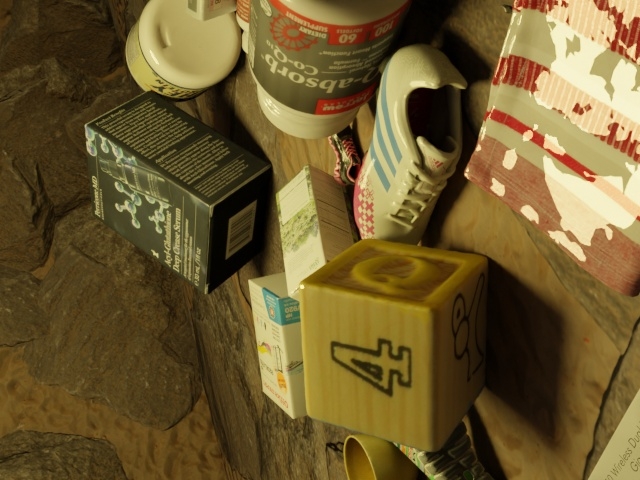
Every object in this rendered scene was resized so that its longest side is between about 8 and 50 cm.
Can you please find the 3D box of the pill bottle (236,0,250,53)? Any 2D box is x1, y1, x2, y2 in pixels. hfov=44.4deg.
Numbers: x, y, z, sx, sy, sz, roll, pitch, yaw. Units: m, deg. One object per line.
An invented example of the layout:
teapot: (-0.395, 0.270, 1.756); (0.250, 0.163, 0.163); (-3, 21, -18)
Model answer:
pill bottle: (-0.091, -0.446, 1.421); (0.216, 0.121, 0.121); (100, 151, -42)

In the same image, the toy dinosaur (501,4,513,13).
toy dinosaur: (0.214, -0.295, 0.803); (0.118, 0.064, 0.268); (-41, 65, 58)

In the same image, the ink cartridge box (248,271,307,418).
ink cartridge box: (-0.020, 0.184, 1.474); (0.171, 0.168, 0.232); (-159, 60, -65)

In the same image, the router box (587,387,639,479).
router box: (0.357, 0.332, 0.700); (0.301, 0.082, 0.335); (-122, 30, -44)

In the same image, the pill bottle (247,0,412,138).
pill bottle: (0.005, -0.298, 1.097); (0.363, 0.210, 0.210); (108, 146, -70)

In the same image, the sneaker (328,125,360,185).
sneaker: (0.048, -0.147, 1.325); (0.057, 0.047, 0.119); (27, 132, 56)

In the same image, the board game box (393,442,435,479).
board game box: (0.140, 0.191, 1.240); (0.213, 0.046, 0.317); (-149, 52, -62)

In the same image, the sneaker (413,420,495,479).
sneaker: (0.181, 0.336, 1.126); (0.228, 0.086, 0.132); (58, 157, 22)

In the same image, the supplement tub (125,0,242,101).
supplement tub: (-0.339, -0.462, 1.891); (0.325, 0.235, 0.235); (-178, 78, -69)

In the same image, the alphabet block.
alphabet block: (0.100, 0.126, 1.026); (0.193, 0.192, 0.197); (8, 112, 27)

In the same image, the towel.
towel: (0.258, -0.134, 0.738); (0.237, 0.037, 0.329); (44, 141, 36)

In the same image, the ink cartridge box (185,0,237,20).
ink cartridge box: (-0.144, -0.521, 1.425); (0.066, 0.232, 0.189); (37, 138, 28)

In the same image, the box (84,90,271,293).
box: (-0.342, -0.118, 1.869); (0.395, 0.212, 0.293); (32, 138, 21)

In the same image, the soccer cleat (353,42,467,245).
soccer cleat: (0.121, -0.093, 1.054); (0.143, 0.116, 0.331); (-128, 34, -51)

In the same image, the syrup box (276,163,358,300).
syrup box: (-0.002, -0.005, 1.326); (0.093, 0.096, 0.237); (-41, 42, 32)

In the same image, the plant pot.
plant pot: (0.110, 0.387, 1.340); (0.134, 0.095, 0.134); (169, 90, -69)
